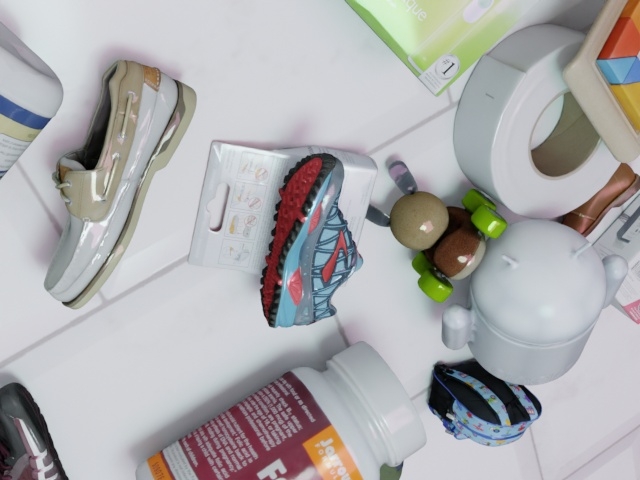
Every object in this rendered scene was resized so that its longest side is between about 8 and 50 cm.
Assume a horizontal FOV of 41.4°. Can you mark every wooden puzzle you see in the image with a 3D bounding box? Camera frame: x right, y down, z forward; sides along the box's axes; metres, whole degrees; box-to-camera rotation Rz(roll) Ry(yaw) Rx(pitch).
[{"bbox_3d":[0.460,-0.263,1.218,0.221,0.044,0.239,42,77,-37],"label":"wooden puzzle"}]

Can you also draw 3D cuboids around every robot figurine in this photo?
[{"bbox_3d":[0.332,0.099,1.331,0.300,0.200,0.353,-20,150,-5],"label":"robot figurine"}]

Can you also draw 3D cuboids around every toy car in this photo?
[{"bbox_3d":[0.152,-0.030,1.265,0.188,0.149,0.155,34,106,-13],"label":"toy car"}]

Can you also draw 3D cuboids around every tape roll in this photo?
[{"bbox_3d":[0.345,-0.179,1.288,0.286,0.100,0.286,-14,123,-22],"label":"tape roll"}]

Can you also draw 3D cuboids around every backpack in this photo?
[{"bbox_3d":[0.290,0.292,1.475,0.158,0.173,0.117,-7,119,-28],"label":"backpack"}]

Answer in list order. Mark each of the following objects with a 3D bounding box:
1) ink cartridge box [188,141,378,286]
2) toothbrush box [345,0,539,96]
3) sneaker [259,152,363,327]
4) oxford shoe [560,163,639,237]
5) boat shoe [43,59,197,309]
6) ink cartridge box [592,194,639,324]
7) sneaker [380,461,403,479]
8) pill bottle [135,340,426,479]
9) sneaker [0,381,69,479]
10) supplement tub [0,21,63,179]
[{"bbox_3d":[-0.053,-0.042,1.181,0.232,0.066,0.189,10,112,-11],"label":"ink cartridge box"},{"bbox_3d":[0.165,-0.352,1.016,0.283,0.122,0.206,-43,117,11],"label":"toothbrush box"},{"bbox_3d":[0.000,0.000,1.139,0.125,0.104,0.262,3,123,-23],"label":"sneaker"},{"bbox_3d":[0.446,-0.056,1.449,0.212,0.076,0.076,-45,99,2],"label":"oxford shoe"},{"bbox_3d":[-0.263,-0.068,1.000,0.103,0.113,0.302,25,91,-36],"label":"boat shoe"},{"bbox_3d":[0.598,0.020,1.551,0.218,0.092,0.158,-47,129,3],"label":"ink cartridge box"},{"bbox_3d":[0.066,0.374,1.429,0.192,0.064,0.086,17,99,-36],"label":"sneaker"},{"bbox_3d":[-0.053,0.330,1.266,0.392,0.224,0.224,-31,127,-12],"label":"pill bottle"},{"bbox_3d":[-0.427,0.325,1.126,0.162,0.106,0.281,-19,125,-16],"label":"sneaker"},{"bbox_3d":[-0.427,-0.095,0.806,0.316,0.228,0.228,-49,129,3],"label":"supplement tub"}]
